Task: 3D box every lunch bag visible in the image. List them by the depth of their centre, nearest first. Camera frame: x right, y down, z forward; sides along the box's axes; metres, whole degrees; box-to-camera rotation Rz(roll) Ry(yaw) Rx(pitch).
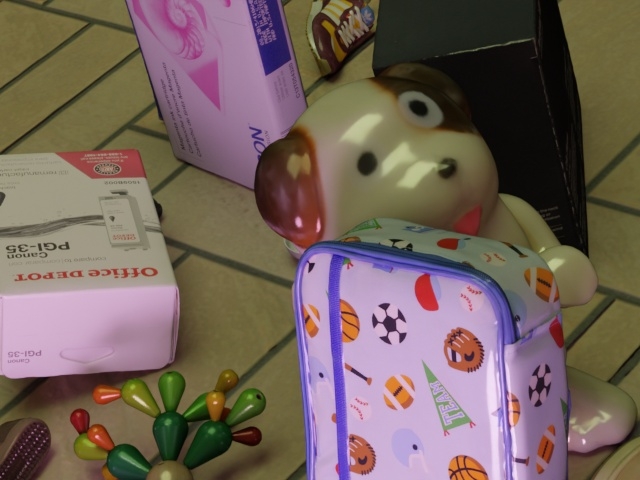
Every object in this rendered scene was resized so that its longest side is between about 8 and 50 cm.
[{"bbox_3d":[0.086,0.139,1.647,0.243,0.303,0.115,11,23,33],"label":"lunch bag"}]

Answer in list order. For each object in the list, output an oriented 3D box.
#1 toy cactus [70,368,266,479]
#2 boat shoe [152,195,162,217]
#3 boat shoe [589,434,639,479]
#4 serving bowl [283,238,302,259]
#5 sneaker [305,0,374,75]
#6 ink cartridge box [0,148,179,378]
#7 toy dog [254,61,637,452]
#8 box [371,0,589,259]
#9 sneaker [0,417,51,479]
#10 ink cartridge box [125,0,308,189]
[{"bbox_3d":[-0.156,0.221,1.998,0.219,0.112,0.180,-9,55,8],"label":"toy cactus"},{"bbox_3d":[-0.248,-0.051,2.440,0.125,0.038,0.046,14,87,44],"label":"boat shoe"},{"bbox_3d":[0.249,0.274,1.646,0.098,0.109,0.302,26,35,17],"label":"boat shoe"},{"bbox_3d":[0.000,0.000,2.274,0.083,0.027,0.083,-12,35,8],"label":"serving bowl"},{"bbox_3d":[0.030,-0.292,2.625,0.084,0.069,0.185,-14,36,13],"label":"sneaker"},{"bbox_3d":[-0.285,0.020,2.228,0.207,0.117,0.283,-3,36,-15],"label":"ink cartridge box"},{"bbox_3d":[0.097,0.029,1.863,0.285,0.408,0.395,-28,37,-16],"label":"toy dog"},{"bbox_3d":[0.186,-0.174,2.188,0.179,0.312,0.343,-9,35,12],"label":"box"},{"bbox_3d":[-0.361,0.260,2.054,0.071,0.066,0.188,-9,27,41],"label":"sneaker"},{"bbox_3d":[-0.154,-0.227,2.392,0.330,0.324,0.071,21,48,41],"label":"ink cartridge box"}]
